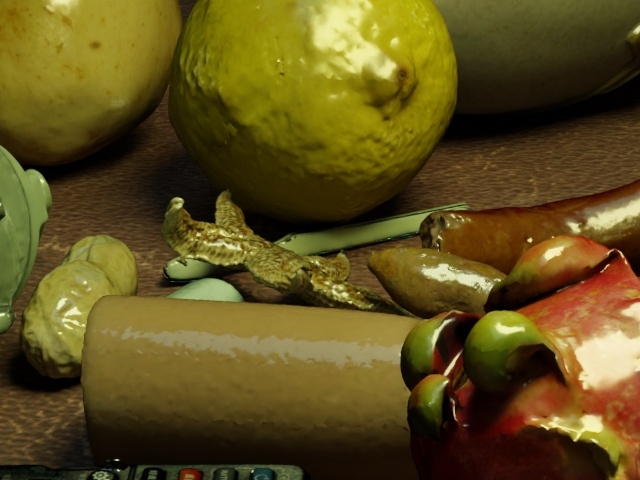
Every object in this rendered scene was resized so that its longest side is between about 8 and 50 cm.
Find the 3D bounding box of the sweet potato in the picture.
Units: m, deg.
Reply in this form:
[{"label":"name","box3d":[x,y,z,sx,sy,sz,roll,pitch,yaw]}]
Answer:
[{"label":"sweet potato","box3d":[0.135,0.056,1.282,0.218,0.051,0.065,26,57,18]}]

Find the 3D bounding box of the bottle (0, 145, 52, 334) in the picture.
[{"label":"bottle","box3d":[-0.340,-0.013,1.312,0.229,0.229,0.352,-22,24,-37]}]

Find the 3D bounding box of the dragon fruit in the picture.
[{"label":"dragon fruit","box3d":[0.166,0.116,0.984,0.243,0.227,0.307,-24,-10,-9]}]

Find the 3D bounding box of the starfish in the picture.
[{"label":"starfish","box3d":[-0.024,0.017,1.353,0.236,0.062,0.277,21,3,-19]}]

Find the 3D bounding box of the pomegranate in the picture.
[{"label":"pomegranate","box3d":[-0.302,-0.239,1.673,0.343,0.342,0.342,-2,24,1]}]

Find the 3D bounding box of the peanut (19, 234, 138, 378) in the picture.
[{"label":"peanut","box3d":[-0.187,0.046,1.340,0.080,0.080,0.174,1,25,8]}]

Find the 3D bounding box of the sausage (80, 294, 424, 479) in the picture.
[{"label":"sausage","box3d":[-0.030,0.103,1.148,0.253,0.123,0.123,2,25,10]}]

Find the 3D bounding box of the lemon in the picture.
[{"label":"lemon","box3d":[-0.008,-0.139,1.512,0.261,0.260,0.284,-6,14,-7]}]

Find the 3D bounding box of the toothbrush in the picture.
[{"label":"toothbrush","box3d":[0.002,0.001,1.489,0.294,0.026,0.028,-10,10,-16]}]

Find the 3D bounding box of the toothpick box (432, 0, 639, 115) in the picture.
[{"label":"toothpick box","box3d":[0.203,-0.328,1.750,0.425,0.408,0.409,-11,24,-36]}]

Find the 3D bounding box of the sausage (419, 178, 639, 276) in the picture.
[{"label":"sausage","box3d":[0.216,-0.004,1.390,0.302,0.103,0.076,-11,65,-11]}]

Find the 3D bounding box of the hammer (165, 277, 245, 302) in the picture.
[{"label":"hammer","box3d":[-0.049,0.090,1.253,0.194,0.069,0.116,17,29,28]}]

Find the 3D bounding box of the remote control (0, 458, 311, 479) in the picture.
[{"label":"remote control","box3d":[-0.205,0.191,1.041,0.399,0.062,0.144,0,25,2]}]
